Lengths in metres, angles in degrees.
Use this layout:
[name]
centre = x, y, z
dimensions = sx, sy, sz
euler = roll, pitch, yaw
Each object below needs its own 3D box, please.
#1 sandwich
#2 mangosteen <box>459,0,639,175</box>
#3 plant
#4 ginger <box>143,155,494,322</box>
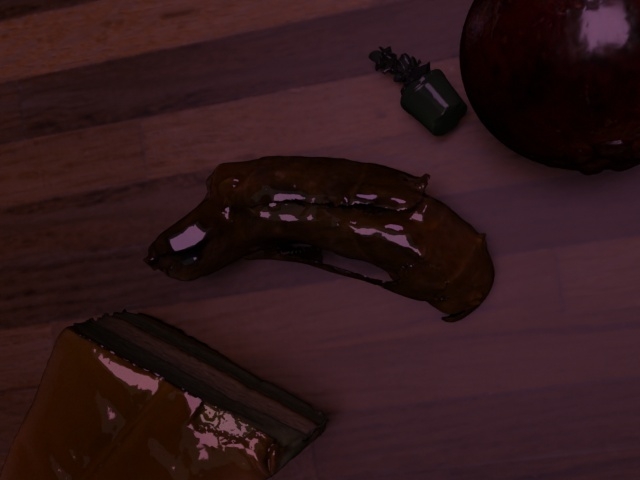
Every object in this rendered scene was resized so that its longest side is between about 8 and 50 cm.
[sandwich]
centre = -0.142, 0.202, 0.820
dimensions = 0.227, 0.155, 0.198
euler = 26, 96, 10
[mangosteen]
centre = 0.217, -0.183, 0.726
dimensions = 0.215, 0.215, 0.258
euler = -3, 78, 11
[plant]
centre = 0.087, -0.143, 0.831
dimensions = 0.051, 0.051, 0.102
euler = -42, 68, 8
[ginger]
centre = 0.005, -0.012, 0.820
dimensions = 0.309, 0.107, 0.133
euler = 12, 115, 10
